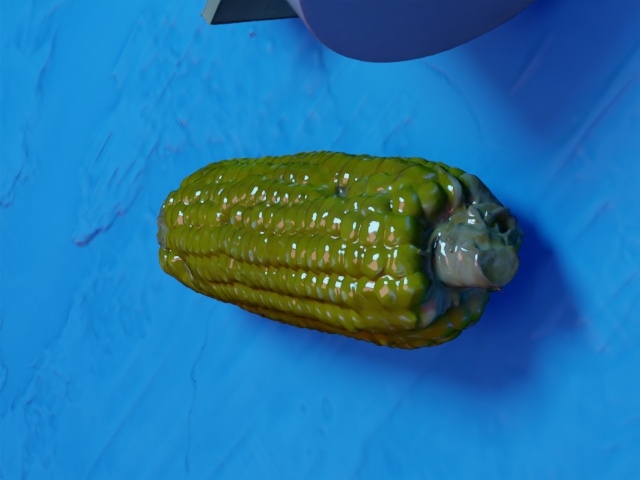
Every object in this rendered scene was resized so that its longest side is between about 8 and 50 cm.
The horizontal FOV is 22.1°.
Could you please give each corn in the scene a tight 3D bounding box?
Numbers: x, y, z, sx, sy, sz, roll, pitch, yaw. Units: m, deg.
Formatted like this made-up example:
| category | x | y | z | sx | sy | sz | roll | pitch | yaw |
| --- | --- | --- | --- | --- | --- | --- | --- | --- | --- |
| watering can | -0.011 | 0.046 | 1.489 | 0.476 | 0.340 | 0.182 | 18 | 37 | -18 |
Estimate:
| category | x | y | z | sx | sy | sz | roll | pitch | yaw |
| --- | --- | --- | --- | --- | --- | --- | --- | --- | --- |
| corn | 0.000 | 0.000 | 0.825 | 0.262 | 0.097 | 0.097 | 8 | 102 | 51 |

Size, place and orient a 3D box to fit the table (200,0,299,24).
| category | x | y | z | sx | sy | sz | roll | pitch | yaw |
| --- | --- | --- | --- | --- | --- | --- | --- | --- | --- |
| table | -0.031 | -0.164 | 0.846 | 0.062 | 0.079 | 0.083 | 52 | 133 | 28 |

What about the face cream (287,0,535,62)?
| category | x | y | z | sx | sy | sz | roll | pitch | yaw |
| --- | --- | --- | --- | --- | --- | --- | --- | --- | --- |
| face cream | 0.030 | -0.189 | 0.696 | 0.153 | 0.177 | 0.177 | 57 | 134 | 29 |
